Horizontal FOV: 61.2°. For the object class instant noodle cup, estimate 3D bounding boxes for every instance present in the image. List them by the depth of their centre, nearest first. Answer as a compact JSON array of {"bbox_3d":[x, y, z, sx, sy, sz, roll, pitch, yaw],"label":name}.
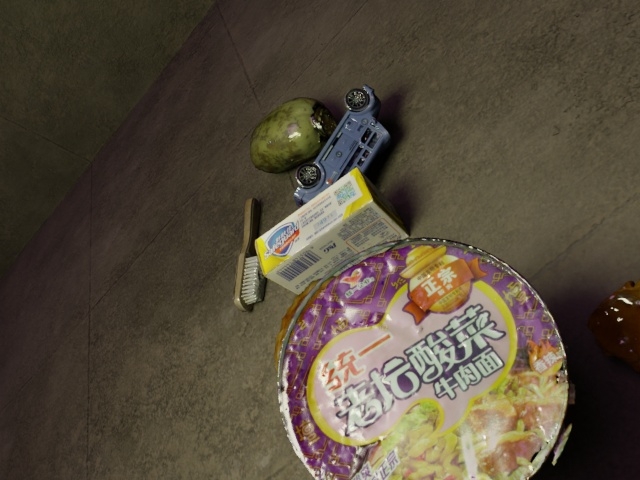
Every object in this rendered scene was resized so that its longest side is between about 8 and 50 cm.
[{"bbox_3d":[0.146,0.202,0.721,0.339,0.266,0.340,-10,60,17],"label":"instant noodle cup"}]

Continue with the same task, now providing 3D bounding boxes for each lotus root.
[{"bbox_3d":[-0.091,-0.257,1.396,0.309,0.173,0.173,-21,53,46],"label":"lotus root"}]

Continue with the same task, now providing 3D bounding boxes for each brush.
[{"bbox_3d":[-0.168,0.025,1.379,0.065,0.070,0.328,-13,55,20],"label":"brush"}]

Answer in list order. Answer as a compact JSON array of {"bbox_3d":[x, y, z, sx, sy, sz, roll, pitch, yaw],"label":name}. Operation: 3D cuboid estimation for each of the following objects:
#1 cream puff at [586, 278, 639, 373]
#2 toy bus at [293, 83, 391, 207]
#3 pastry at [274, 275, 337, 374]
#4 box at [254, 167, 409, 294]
[{"bbox_3d":[0.411,0.106,0.695,0.116,0.094,0.122,-8,85,48],"label":"cream puff"},{"bbox_3d":[0.059,-0.185,1.179,0.292,0.133,0.125,-58,-5,-7],"label":"toy bus"},{"bbox_3d":[0.019,0.189,1.036,0.257,0.120,0.236,-29,45,36],"label":"pastry"},{"bbox_3d":[0.022,-0.004,1.084,0.265,0.168,0.097,-35,51,18],"label":"box"}]
